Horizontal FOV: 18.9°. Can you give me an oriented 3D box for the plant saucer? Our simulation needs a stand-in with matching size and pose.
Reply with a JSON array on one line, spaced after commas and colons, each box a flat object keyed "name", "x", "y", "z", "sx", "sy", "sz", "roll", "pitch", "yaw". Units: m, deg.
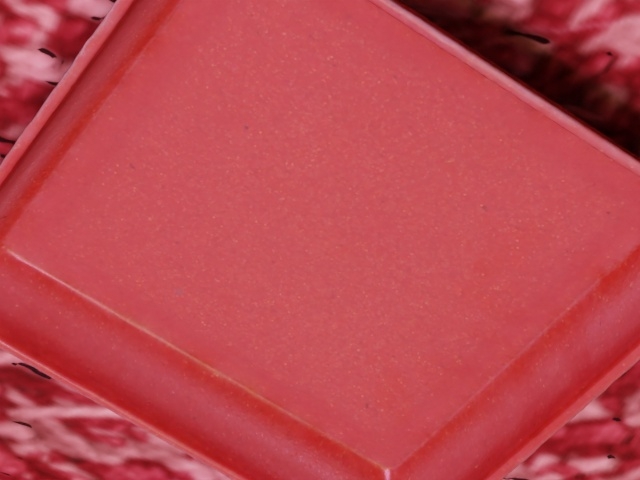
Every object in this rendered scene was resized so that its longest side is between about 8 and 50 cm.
[{"name": "plant saucer", "x": 0.000, "y": 0.000, "z": 0.802, "sx": 0.259, "sy": 0.047, "sz": 0.258, "roll": 31, "pitch": 129, "yaw": -14}]
